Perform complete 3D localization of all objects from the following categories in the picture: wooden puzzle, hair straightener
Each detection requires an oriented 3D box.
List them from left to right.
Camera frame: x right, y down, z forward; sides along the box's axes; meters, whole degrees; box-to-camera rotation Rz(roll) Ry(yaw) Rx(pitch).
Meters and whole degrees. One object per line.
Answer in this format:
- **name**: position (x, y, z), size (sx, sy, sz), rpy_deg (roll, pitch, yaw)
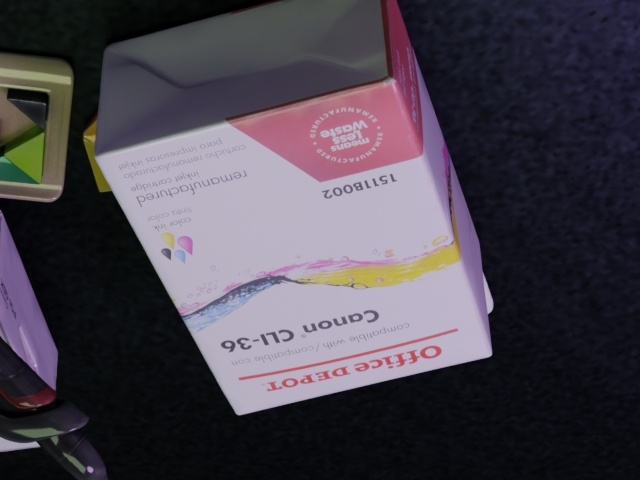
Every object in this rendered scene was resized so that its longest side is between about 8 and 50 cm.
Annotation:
- **hair straightener**: position (-0.173, 0.041, 0.679), size (0.089, 0.047, 0.230), rpy_deg (-43, 102, 11)
- **wooden puzzle**: position (-0.132, -0.044, 0.688), size (0.116, 0.014, 0.078), rpy_deg (1, 136, -3)

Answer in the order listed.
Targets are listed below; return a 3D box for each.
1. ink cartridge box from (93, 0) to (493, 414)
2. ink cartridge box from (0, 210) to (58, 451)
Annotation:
- **ink cartridge box**: position (0.000, 0.000, 0.700), size (0.115, 0.067, 0.198), rpy_deg (-14, 135, 11)
- **ink cartridge box**: position (-0.189, 0.046, 0.748), size (0.135, 0.056, 0.099), rpy_deg (-7, 135, 4)
